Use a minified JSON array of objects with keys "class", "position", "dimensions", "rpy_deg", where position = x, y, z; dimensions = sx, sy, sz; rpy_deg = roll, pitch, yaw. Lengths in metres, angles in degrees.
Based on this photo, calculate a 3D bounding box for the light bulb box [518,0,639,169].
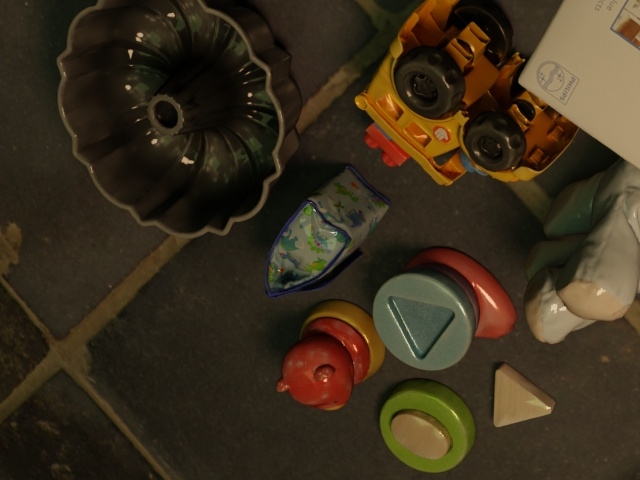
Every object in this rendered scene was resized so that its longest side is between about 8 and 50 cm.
[{"class":"light bulb box","position":[0.430,-0.158,1.048],"dimensions":[0.361,0.358,0.225],"rpy_deg":[40,129,19]}]

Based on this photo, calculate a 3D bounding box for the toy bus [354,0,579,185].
[{"class":"toy bus","position":[0.149,-0.137,1.419],"dimensions":[0.220,0.149,0.211],"rpy_deg":[44,139,1]}]

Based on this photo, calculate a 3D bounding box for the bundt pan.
[{"class":"bundt pan","position":[-0.163,-0.175,1.575],"dimensions":[0.331,0.124,0.331],"rpy_deg":[12,118,23]}]

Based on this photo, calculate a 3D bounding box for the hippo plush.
[{"class":"hippo plush","position":[0.377,0.022,1.356],"dimensions":[0.236,0.234,0.294],"rpy_deg":[31,83,-8]}]

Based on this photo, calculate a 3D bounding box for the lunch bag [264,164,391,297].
[{"class":"lunch bag","position":[0.000,0.000,1.565],"dimensions":[0.096,0.129,0.151],"rpy_deg":[45,125,4]}]

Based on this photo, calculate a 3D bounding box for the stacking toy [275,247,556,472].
[{"class":"stacking toy","position":[0.114,0.179,1.586],"dimensions":[0.309,0.130,0.279],"rpy_deg":[-34,94,36]}]
